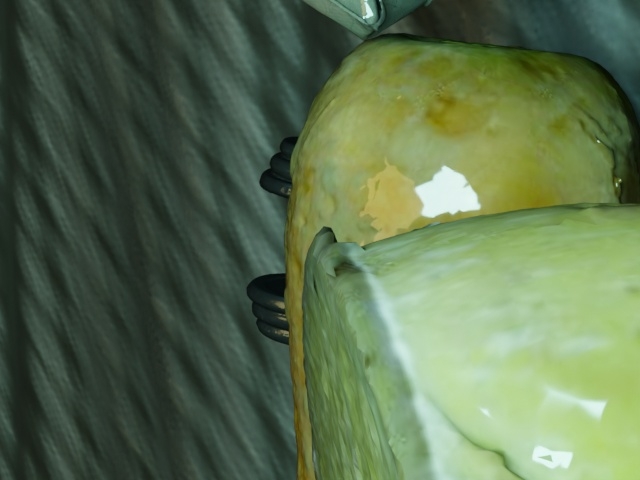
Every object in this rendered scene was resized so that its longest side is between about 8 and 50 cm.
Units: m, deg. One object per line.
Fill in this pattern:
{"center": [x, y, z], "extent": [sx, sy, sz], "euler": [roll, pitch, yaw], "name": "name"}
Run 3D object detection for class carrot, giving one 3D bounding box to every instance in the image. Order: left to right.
{"center": [0.084, 0.051, 1.010], "extent": [0.224, 0.224, 0.341], "euler": [15, 102, 48], "name": "carrot"}

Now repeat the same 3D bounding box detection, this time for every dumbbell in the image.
{"center": [0.000, 0.000, 1.199], "extent": [0.099, 0.099, 0.208], "euler": [19, 106, 47], "name": "dumbbell"}

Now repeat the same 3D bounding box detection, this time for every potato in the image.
{"center": [0.176, 0.182, 0.742], "extent": [0.442, 0.319, 0.385], "euler": [91, 168, -50], "name": "potato"}

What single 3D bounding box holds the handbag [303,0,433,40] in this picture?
{"center": [0.069, -0.210, 1.007], "extent": [0.182, 0.270, 0.117], "euler": [45, 151, 36], "name": "handbag"}
